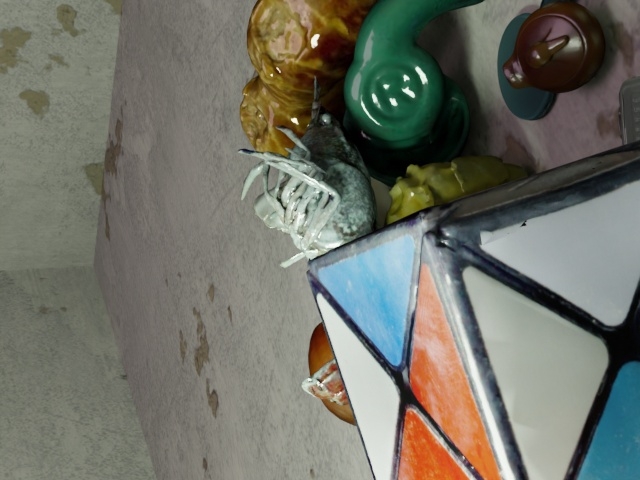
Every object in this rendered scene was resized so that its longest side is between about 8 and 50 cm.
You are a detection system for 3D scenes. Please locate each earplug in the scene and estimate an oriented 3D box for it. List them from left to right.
[{"bbox_3d":[0.120,-0.192,1.711,0.280,0.164,0.257,78,-158,-63],"label":"earplug"}]

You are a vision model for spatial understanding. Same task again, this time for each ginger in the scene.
[{"bbox_3d":[0.030,-0.263,1.777,0.152,0.274,0.357,57,153,35],"label":"ginger"}]

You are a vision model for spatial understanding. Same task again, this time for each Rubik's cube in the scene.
[{"bbox_3d":[0.210,0.095,1.256,0.305,0.310,0.307,-23,87,66],"label":"Rubik's cube"}]

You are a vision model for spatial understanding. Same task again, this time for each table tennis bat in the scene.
[{"bbox_3d":[0.253,-0.229,1.542,0.201,0.033,0.124,108,147,-48],"label":"table tennis bat"}]

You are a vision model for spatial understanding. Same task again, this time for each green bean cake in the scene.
[{"bbox_3d":[0.143,0.068,1.633,0.310,0.202,0.285,124,139,-57],"label":"green bean cake"}]

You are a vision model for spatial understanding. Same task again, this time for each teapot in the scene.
[{"bbox_3d":[0.253,-0.207,1.446,0.129,0.078,0.098,-26,90,54],"label":"teapot"}]

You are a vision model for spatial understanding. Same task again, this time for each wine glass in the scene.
[{"bbox_3d":[-0.036,-0.113,2.196,0.122,0.122,0.183,-116,35,-45],"label":"wine glass"}]

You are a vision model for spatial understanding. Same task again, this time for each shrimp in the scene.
[{"bbox_3d":[0.003,-0.004,1.576,0.221,0.166,0.410,59,-171,-61],"label":"shrimp"}]

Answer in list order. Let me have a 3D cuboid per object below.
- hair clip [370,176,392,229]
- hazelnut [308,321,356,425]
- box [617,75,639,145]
[{"bbox_3d":[0.051,-0.029,1.928,0.282,0.173,0.113,-110,33,-58],"label":"hair clip"},{"bbox_3d":[0.088,0.176,1.830,0.186,0.210,0.210,-66,17,-12],"label":"hazelnut"},{"bbox_3d":[0.347,-0.121,1.261,0.122,0.069,0.084,177,88,-69],"label":"box"}]
